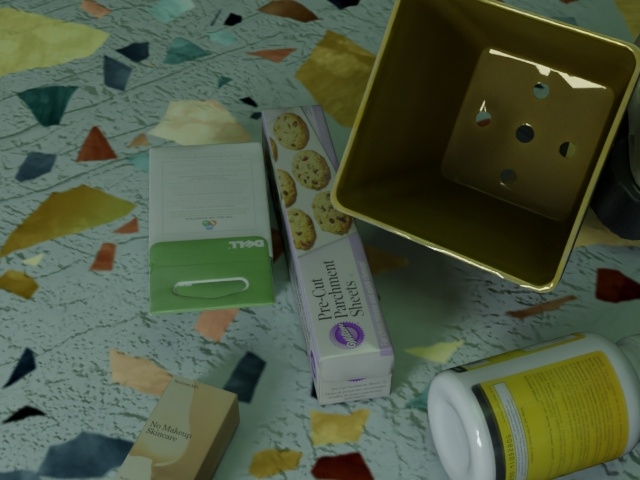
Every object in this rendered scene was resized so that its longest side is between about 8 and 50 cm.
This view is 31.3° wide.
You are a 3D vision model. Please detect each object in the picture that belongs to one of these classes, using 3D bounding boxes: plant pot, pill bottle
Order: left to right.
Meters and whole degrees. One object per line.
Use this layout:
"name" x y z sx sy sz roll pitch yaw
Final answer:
"plant pot" 0.164 -0.097 1.030 0.212 0.212 0.187 23 12 19
"pill bottle" 0.184 0.129 0.890 0.184 0.103 0.103 -13 47 -15

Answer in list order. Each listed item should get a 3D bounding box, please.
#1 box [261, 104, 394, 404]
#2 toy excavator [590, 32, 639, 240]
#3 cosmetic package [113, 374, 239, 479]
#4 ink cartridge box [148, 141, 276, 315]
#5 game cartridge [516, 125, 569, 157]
"box" 0.000 0.000 1.038 0.067 0.063 0.324 -7 46 -7
"toy excavator" 0.515 -0.148 1.141 0.445 0.222 0.433 18 45 -5
"cosmetic package" -0.111 0.165 0.885 0.060 0.041 0.115 14 46 12
"ink cartridge box" -0.099 0.002 1.032 0.109 0.062 0.209 -3 46 -5
"game cartridge" 0.220 -0.115 1.167 0.017 0.056 0.083 -25 51 -35
